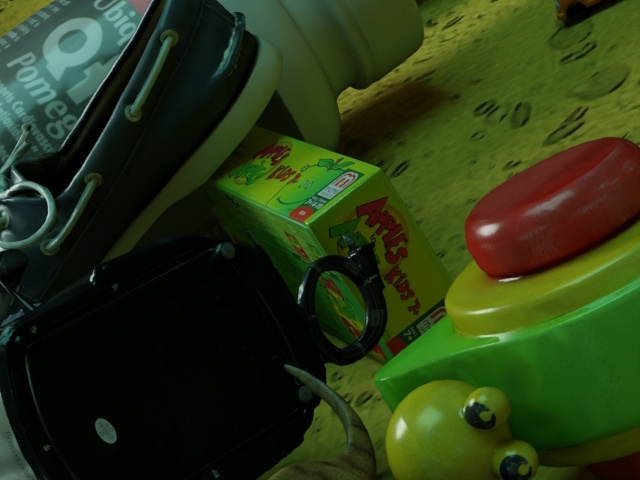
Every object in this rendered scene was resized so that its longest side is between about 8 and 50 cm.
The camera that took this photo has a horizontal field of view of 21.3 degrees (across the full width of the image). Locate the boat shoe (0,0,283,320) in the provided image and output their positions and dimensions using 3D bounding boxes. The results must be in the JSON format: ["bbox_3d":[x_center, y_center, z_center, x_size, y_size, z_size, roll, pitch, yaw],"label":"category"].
[{"bbox_3d":[-0.126,-0.020,0.854,0.254,0.079,0.095,-46,24,15],"label":"boat shoe"}]

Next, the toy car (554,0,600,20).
[{"bbox_3d":[0.174,-0.182,1.040,0.060,0.040,0.122,-18,27,36],"label":"toy car"}]

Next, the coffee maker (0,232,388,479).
[{"bbox_3d":[-0.083,0.073,0.729,0.171,0.120,0.178,-1,-13,-30],"label":"coffee maker"}]

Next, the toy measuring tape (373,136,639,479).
[{"bbox_3d":[0.145,-0.006,0.624,0.330,0.121,0.121,-36,19,-35],"label":"toy measuring tape"}]

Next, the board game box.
[{"bbox_3d":[0.000,0.000,0.824,0.043,0.092,0.181,-38,22,-11],"label":"board game box"}]

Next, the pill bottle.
[{"bbox_3d":[-0.100,-0.076,1.016,0.318,0.176,0.176,-37,21,-9],"label":"pill bottle"}]

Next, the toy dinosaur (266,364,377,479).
[{"bbox_3d":[0.006,0.092,0.538,0.064,0.112,0.211,-40,-5,21],"label":"toy dinosaur"}]
